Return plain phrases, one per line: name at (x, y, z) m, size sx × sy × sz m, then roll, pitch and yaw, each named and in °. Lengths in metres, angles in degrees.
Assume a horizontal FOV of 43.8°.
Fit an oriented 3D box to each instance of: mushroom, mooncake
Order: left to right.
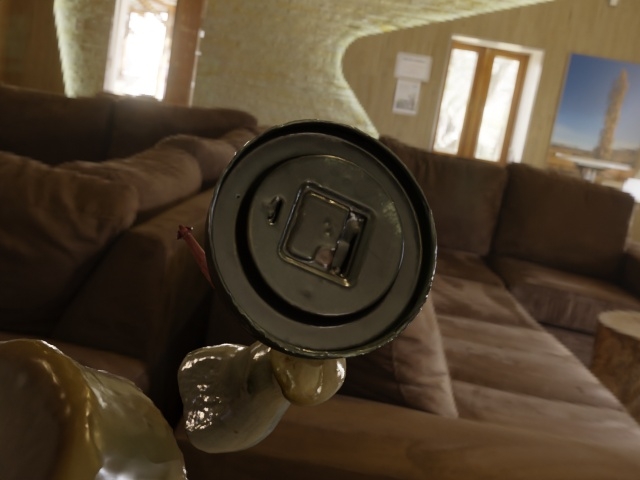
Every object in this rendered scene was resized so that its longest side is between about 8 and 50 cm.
mooncake at (-0.357, 0.332, 0.960) m, size 0.246 × 0.393 × 0.394 m, roll 39°, pitch 15°, yaw -49°
mushroom at (-0.093, 0.188, 1.069) m, size 0.122 × 0.159 × 0.329 m, roll -35°, pitch -2°, yaw -40°

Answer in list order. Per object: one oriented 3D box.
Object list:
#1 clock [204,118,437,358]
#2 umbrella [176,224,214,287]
clock at (0.000, 0.000, 0.921) m, size 0.281 × 0.280 × 0.055 m, roll 6°, pitch -15°, yaw -19°
umbrella at (-0.173, 0.042, 1.239) m, size 0.165 × 0.027 × 0.025 m, roll 54°, pitch 23°, yaw 11°
